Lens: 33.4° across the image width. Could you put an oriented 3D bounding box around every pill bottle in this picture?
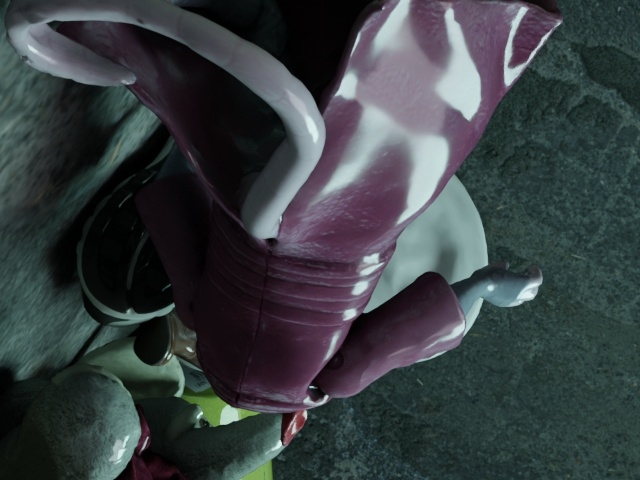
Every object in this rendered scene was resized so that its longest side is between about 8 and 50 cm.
[{"bbox_3d":[-0.022,0.035,0.927,0.318,0.176,0.176,-20,-151,54],"label":"pill bottle"}]

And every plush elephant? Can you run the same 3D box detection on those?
[{"bbox_3d":[-0.139,0.204,0.840,0.330,0.272,0.255,-22,-173,43],"label":"plush elephant"}]

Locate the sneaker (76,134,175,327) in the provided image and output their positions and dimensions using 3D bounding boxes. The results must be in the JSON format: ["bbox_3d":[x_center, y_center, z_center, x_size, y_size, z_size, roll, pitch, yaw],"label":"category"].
[{"bbox_3d":[-0.083,-0.043,0.784,0.271,0.100,0.108,-48,-178,-28],"label":"sneaker"}]

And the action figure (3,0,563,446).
[{"bbox_3d":[0.000,0.000,0.581,0.276,0.248,0.370,-60,164,-52],"label":"action figure"}]

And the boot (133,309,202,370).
[{"bbox_3d":[-0.088,0.089,0.808,0.037,0.114,0.106,-48,-154,7],"label":"boot"}]

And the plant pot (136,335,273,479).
[{"bbox_3d":[-0.159,0.250,1.140,0.275,0.274,0.294,-48,155,-64],"label":"plant pot"}]
